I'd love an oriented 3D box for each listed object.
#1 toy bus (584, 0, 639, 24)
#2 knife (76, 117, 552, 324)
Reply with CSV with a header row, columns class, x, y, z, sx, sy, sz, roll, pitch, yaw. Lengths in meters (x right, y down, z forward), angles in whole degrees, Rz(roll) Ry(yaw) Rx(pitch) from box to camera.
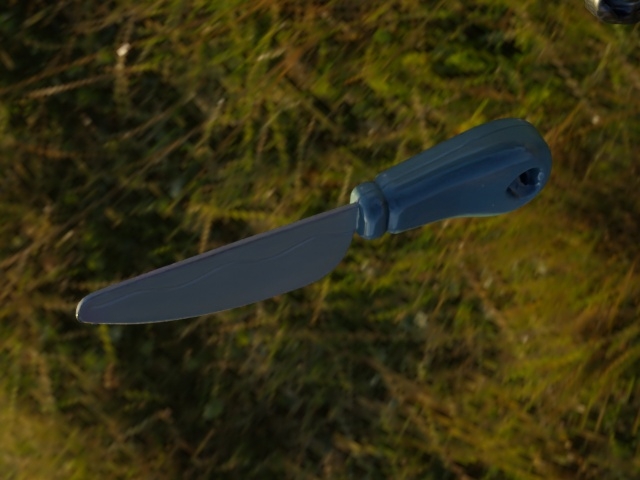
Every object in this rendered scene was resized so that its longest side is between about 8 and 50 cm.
class,x,y,z,sx,sy,sz,roll,pitch,yaw
toy bus,0.098,-0.180,0.636,0.138,0.317,0.112,-38,63,21
knife,0.001,0.001,0.832,0.032,0.244,0.058,59,164,30
